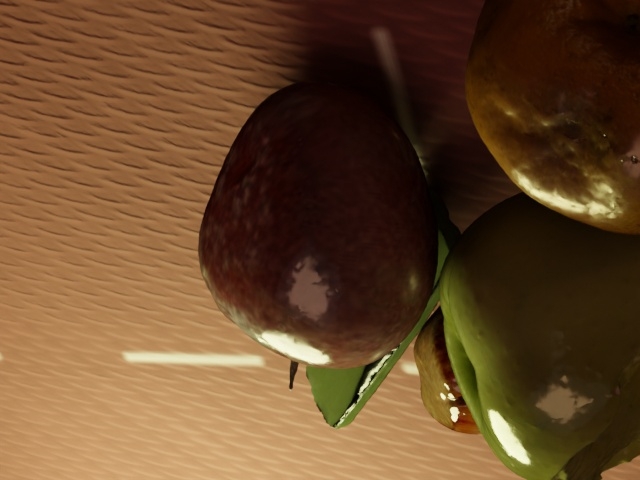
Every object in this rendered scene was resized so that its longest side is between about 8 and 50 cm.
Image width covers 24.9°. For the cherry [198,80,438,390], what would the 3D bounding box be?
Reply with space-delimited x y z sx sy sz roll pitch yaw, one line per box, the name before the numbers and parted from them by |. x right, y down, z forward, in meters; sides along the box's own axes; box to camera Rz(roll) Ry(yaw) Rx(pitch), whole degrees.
cherry | 0.000 0.000 1.286 0.236 0.213 0.285 25 115 46

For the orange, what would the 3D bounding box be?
orange | 0.227 -0.116 1.083 0.249 0.249 0.183 9 158 16

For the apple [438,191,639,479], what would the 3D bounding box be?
apple | 0.226 0.072 1.209 0.279 0.279 0.279 13 135 13

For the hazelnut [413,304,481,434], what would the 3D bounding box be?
hazelnut | 0.164 0.119 1.404 0.143 0.143 0.154 14 143 11

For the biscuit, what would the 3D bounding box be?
biscuit | 0.061 0.078 1.439 0.038 0.099 0.322 -5 145 -28
